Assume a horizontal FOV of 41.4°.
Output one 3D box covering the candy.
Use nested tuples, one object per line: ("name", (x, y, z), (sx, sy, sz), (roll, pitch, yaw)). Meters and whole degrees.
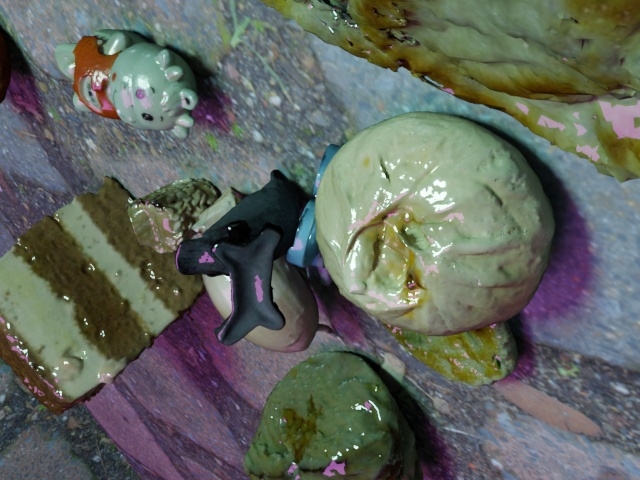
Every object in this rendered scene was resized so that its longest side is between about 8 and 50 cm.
("candy", (-0.187, -0.036, 1.088), (0.095, 0.110, 0.085), (10, 127, 34))

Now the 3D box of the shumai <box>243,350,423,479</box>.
("shumai", (0.044, 0.281, 1.157), (0.218, 0.189, 0.256), (40, 142, -27))

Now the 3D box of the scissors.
("scissors", (0.000, 0.000, 0.896), (0.030, 0.125, 0.256), (18, 160, 8))

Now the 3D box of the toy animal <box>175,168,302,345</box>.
("toy animal", (-0.081, 0.004, 0.881), (0.117, 0.210, 0.121), (-5, 116, 6))

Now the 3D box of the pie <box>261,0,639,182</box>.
("pie", (0.121, -0.186, 0.376), (0.418, 0.180, 0.395), (29, 149, 14))

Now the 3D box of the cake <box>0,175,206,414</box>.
("cake", (-0.381, 0.092, 1.348), (0.282, 0.290, 0.256), (51, 152, -1))

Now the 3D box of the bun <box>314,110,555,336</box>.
("bun", (0.081, 0.001, 0.704), (0.222, 0.127, 0.222), (24, 137, 24))

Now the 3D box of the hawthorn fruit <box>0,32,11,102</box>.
("hawthorn fruit", (-0.536, -0.264, 1.230), (0.174, 0.179, 0.173), (0, 138, 0))

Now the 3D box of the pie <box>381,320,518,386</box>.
("pie", (0.124, 0.075, 0.867), (0.187, 0.041, 0.186), (35, 150, 23))

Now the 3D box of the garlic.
("garlic", (-0.051, 0.071, 1.015), (0.129, 0.148, 0.266), (-6, 122, 44))

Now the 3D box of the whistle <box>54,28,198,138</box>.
("whistle", (-0.223, -0.184, 0.954), (0.253, 0.106, 0.101), (25, 105, 37))
